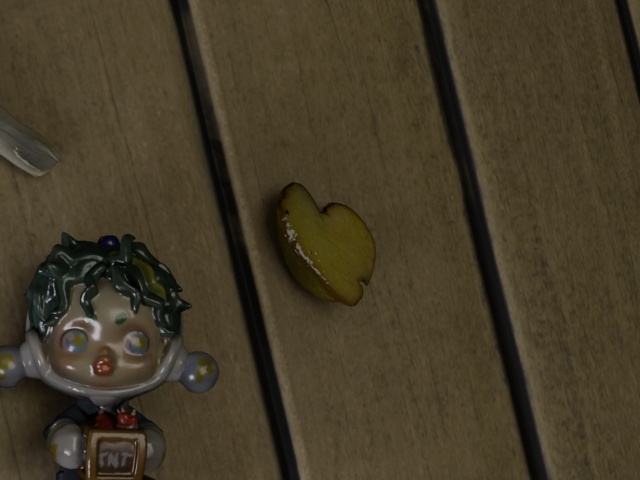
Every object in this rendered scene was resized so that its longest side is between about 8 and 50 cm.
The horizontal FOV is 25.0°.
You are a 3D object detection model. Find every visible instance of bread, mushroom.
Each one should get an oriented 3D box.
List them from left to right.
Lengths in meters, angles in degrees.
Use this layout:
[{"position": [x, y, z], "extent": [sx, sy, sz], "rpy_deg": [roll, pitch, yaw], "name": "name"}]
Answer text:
[{"position": [-0.400, -0.139, 1.735], "extent": [0.202, 0.054, 0.059], "rpy_deg": [32, 68, -33], "name": "mushroom"}, {"position": [0.000, 0.000, 1.996], "extent": [0.188, 0.065, 0.149], "rpy_deg": [50, 45, -13], "name": "bread"}]

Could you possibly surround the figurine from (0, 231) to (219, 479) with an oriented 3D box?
[{"position": [-0.258, 0.177, 1.689], "extent": [0.261, 0.186, 0.382], "rpy_deg": [4, 83, -25], "name": "figurine"}]
